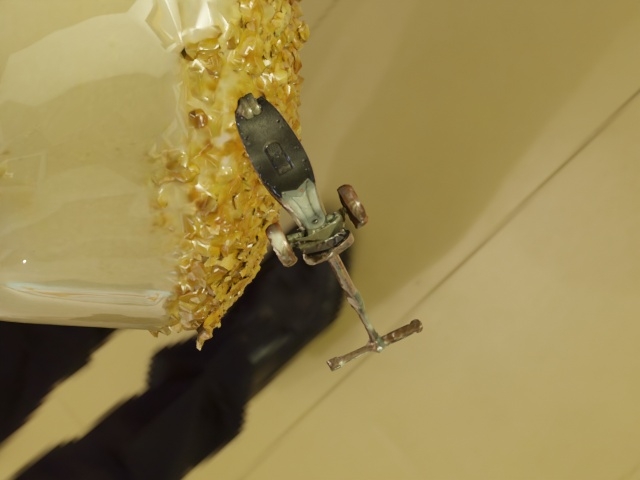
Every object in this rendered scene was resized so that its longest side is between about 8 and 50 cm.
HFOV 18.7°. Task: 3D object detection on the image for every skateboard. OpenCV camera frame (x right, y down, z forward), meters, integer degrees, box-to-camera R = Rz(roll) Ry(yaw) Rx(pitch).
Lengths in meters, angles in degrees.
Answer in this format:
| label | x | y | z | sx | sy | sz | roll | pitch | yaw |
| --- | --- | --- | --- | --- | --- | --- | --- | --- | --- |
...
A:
| label | x | y | z | sx | sy | sz | roll | pitch | yaw |
| --- | --- | --- | --- | --- | --- | --- | --- | --- | --- |
| skateboard | 0.000 | 0.000 | 0.585 | 0.064 | 0.032 | 0.083 | 60 | 178 | 40 |

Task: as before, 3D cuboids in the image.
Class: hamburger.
| label | x | y | z | sx | sy | sz | roll | pitch | yaw |
| --- | --- | --- | --- | --- | --- | --- | --- | --- | --- |
| hamburger | -0.098 | -0.099 | 0.871 | 0.276 | 0.179 | 0.294 | 101 | 154 | -49 |
